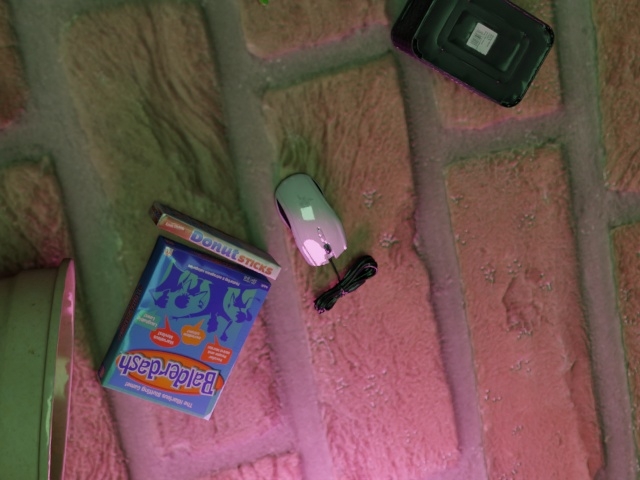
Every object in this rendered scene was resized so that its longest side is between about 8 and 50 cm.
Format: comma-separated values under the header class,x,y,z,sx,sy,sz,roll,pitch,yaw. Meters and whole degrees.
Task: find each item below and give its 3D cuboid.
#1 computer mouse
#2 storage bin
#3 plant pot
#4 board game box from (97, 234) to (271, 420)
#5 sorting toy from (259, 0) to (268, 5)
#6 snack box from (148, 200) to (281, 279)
class,x,y,z,sx,sy,sz,roll,pitch,yaw
computer mouse,0.000,0.000,1.792,0.106,0.042,0.193,-32,113,-5
storage bin,0.200,-0.268,1.748,0.180,0.084,0.122,26,98,-24
plant pot,-0.459,0.178,1.578,0.305,0.334,0.334,3,106,-7
board game box,-0.181,0.118,1.770,0.160,0.047,0.210,21,101,-22
sorting toy,-0.087,-0.335,1.675,0.083,0.012,0.062,39,92,-23
snack box,-0.137,0.000,1.737,0.178,0.064,0.022,26,98,-23
